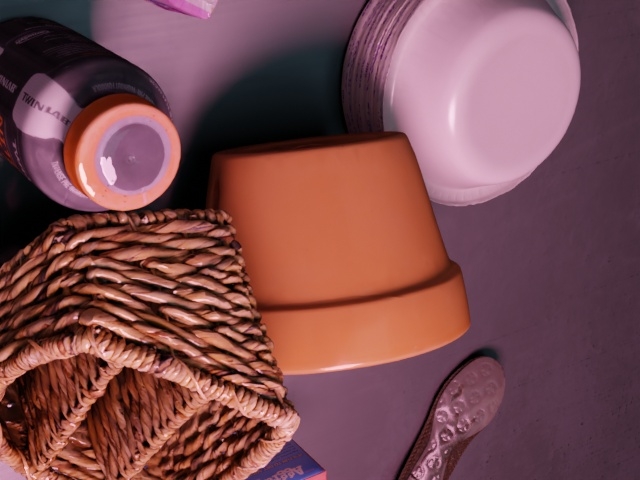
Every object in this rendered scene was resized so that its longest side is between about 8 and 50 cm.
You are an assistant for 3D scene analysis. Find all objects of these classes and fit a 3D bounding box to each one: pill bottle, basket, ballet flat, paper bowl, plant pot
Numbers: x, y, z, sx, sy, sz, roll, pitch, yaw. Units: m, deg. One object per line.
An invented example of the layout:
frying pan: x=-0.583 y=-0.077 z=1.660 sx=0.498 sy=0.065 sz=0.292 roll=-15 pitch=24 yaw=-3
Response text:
pill bottle: x=-0.208 y=-0.104 z=0.904 sx=0.130 sy=0.245 sz=0.131 roll=-14 pitch=117 yaw=-29
basket: x=-0.191 y=0.137 z=0.959 sx=0.213 sy=0.223 sz=0.299 roll=-4 pitch=153 yaw=-35
ballet flat: x=0.172 y=0.269 z=1.465 sx=0.084 sy=0.058 sz=0.250 roll=28 pitch=87 yaw=-4
paper bowl: x=0.176 y=-0.176 z=1.206 sx=0.284 sy=0.148 sz=0.284 roll=-15 pitch=120 yaw=-29
plant pot: x=0.000 y=0.000 z=1.093 sx=0.290 sy=0.291 sz=0.204 roll=-12 pitch=101 yaw=-31

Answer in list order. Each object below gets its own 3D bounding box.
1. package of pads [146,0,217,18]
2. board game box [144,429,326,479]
package of pads: x=-0.138 y=-0.232 z=1.001 sx=0.050 sy=0.083 sz=0.032 roll=21 pitch=92 yaw=-42
board game box: x=-0.149 y=0.275 z=1.181 sx=0.281 sy=0.145 sz=0.027 roll=-16 pitch=118 yaw=-28
